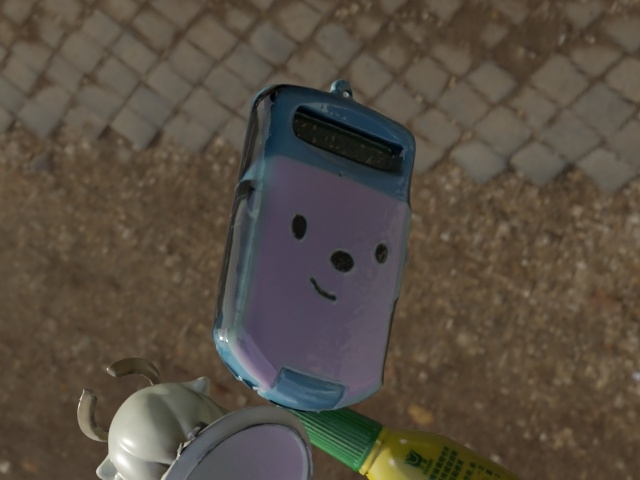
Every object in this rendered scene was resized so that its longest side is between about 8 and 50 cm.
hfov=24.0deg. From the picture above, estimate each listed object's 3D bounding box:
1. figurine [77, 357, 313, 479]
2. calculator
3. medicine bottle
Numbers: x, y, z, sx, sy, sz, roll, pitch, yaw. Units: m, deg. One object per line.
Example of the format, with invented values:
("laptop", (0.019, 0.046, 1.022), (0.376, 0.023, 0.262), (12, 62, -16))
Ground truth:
("figurine", (-0.097, 0.136, 1.005), (0.154, 0.132, 0.132), (31, 151, 43))
("calculator", (0.000, 0.000, 1.277), (0.173, 0.293, 0.051), (18, 162, -30))
("medicine bottle", (0.075, 0.218, 1.483), (0.260, 0.095, 0.064), (29, 158, 3))
